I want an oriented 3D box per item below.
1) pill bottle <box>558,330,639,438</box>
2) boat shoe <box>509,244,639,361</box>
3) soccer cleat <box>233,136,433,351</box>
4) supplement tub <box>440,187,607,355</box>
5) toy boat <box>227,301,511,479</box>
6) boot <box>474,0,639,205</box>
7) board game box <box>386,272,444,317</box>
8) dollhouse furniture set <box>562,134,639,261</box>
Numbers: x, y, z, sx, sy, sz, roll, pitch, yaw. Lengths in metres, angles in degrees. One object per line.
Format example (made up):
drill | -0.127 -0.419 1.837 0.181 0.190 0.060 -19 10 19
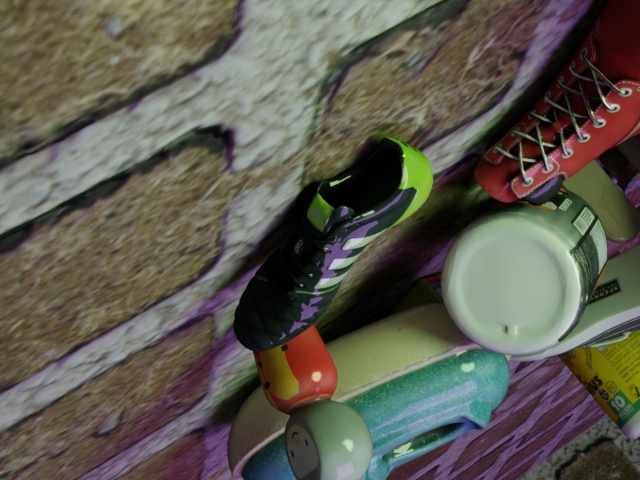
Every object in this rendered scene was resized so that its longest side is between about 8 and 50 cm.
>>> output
pill bottle | 0.323 0.107 1.461 0.118 0.208 0.117 -34 161 -13
boat shoe | 0.250 0.066 1.203 0.219 0.077 0.070 -21 147 30
soccer cleat | 0.000 0.000 0.874 0.179 0.060 0.072 -46 151 4
supplement tub | 0.176 0.017 1.091 0.117 0.117 0.190 -45 176 21
toy boat | 0.027 0.145 1.075 0.268 0.148 0.318 -27 159 11
boot | 0.190 -0.100 0.932 0.176 0.088 0.244 -35 165 -4
board game box | 0.084 0.101 1.272 0.092 0.043 0.181 -13 150 -50
dollhouse furniture set | 0.336 -0.007 1.288 0.242 0.161 0.212 -31 160 -19
